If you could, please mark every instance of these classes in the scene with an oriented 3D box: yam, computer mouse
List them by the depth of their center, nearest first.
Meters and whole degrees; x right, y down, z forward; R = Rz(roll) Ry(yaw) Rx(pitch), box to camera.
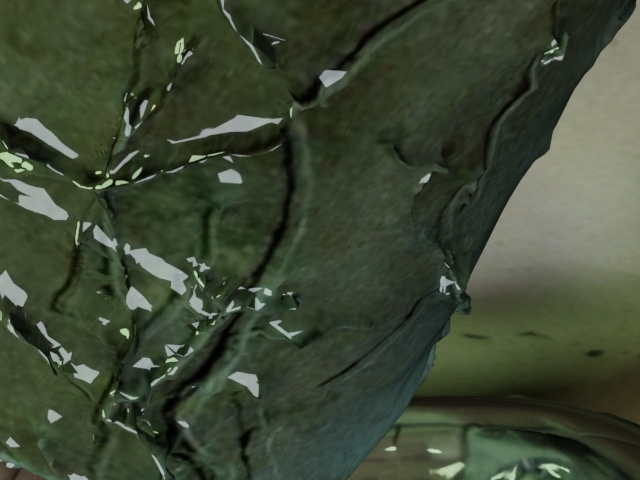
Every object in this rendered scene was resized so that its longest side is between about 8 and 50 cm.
[{"bbox_3d":[-0.018,-0.110,0.388,0.241,0.241,0.348,13,137,-12],"label":"yam"},{"bbox_3d":[0.078,0.128,0.760,0.389,0.115,0.199,13,170,39],"label":"computer mouse"}]

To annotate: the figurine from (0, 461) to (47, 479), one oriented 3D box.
[{"bbox_3d":[-0.166,0.116,0.777,0.138,0.125,0.125,25,138,-32],"label":"figurine"}]
